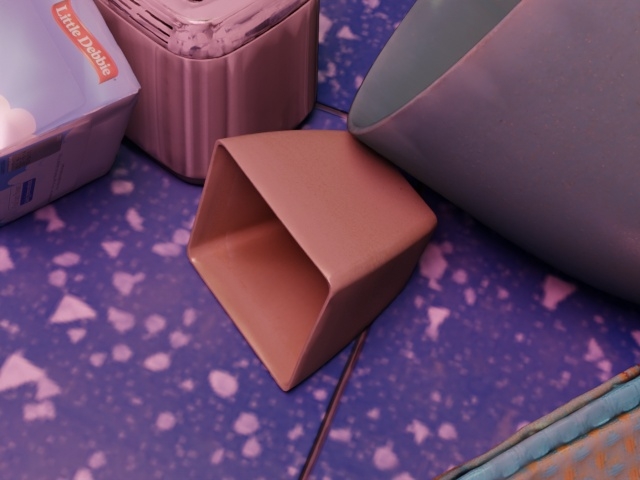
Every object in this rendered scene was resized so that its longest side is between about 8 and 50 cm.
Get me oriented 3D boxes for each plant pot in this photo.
[{"bbox_3d":[0.000,0.000,0.668,0.096,0.109,0.109,-23,64,-31],"label":"plant pot"},{"bbox_3d":[0.196,-0.096,0.638,0.235,0.293,0.293,40,62,-11],"label":"plant pot"}]

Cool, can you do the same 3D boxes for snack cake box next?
[{"bbox_3d":[-0.209,-0.153,0.661,0.089,0.152,0.264,-29,86,-20],"label":"snack cake box"}]

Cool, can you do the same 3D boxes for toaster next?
[{"bbox_3d":[-0.085,-0.140,0.712,0.129,0.146,0.227,-37,69,-22],"label":"toaster"}]

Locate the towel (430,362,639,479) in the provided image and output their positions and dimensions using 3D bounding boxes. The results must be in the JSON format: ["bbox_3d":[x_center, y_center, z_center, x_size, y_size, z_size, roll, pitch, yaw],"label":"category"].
[{"bbox_3d":[0.161,0.185,0.521,0.370,0.040,0.271,-24,103,-17],"label":"towel"}]
